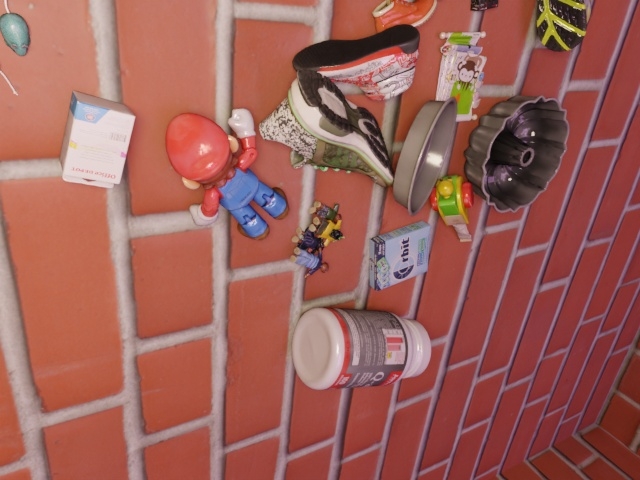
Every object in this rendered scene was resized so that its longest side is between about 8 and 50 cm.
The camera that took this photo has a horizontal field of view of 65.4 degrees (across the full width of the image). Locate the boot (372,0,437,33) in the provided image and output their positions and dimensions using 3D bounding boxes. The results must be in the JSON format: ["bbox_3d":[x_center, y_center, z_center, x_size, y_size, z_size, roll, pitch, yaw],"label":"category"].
[{"bbox_3d":[0.182,-0.497,1.075,0.158,0.059,0.085,-38,125,-8],"label":"boot"}]

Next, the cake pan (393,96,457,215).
[{"bbox_3d":[0.249,-0.203,1.198,0.293,0.054,0.293,-53,156,-37],"label":"cake pan"}]

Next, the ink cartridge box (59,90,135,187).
[{"bbox_3d":[-0.390,-0.169,0.862,0.092,0.090,0.143,9,111,-36],"label":"ink cartridge box"}]

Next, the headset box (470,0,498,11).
[{"bbox_3d":[0.387,-0.589,1.171,0.062,0.032,0.083,-22,127,-22],"label":"headset box"}]

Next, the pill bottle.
[{"bbox_3d":[0.121,0.295,1.375,0.363,0.210,0.210,9,110,-36],"label":"pill bottle"}]

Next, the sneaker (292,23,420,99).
[{"bbox_3d":[0.080,-0.354,1.062,0.270,0.090,0.145,-17,148,-6],"label":"sneaker"}]

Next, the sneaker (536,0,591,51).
[{"bbox_3d":[0.582,-0.669,1.211,0.147,0.145,0.385,-51,136,-41],"label":"sneaker"}]

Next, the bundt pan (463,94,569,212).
[{"bbox_3d":[0.530,-0.248,1.394,0.331,0.124,0.331,-16,122,-26],"label":"bundt pan"}]

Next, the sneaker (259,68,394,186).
[{"bbox_3d":[0.022,-0.214,1.105,0.182,0.158,0.410,-23,150,29],"label":"sneaker"}]

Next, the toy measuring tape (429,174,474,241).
[{"bbox_3d":[0.384,-0.100,1.411,0.121,0.121,0.330,-50,147,1],"label":"toy measuring tape"}]

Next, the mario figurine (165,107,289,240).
[{"bbox_3d":[-0.196,-0.142,1.012,0.320,0.170,0.198,51,47,-50],"label":"mario figurine"}]

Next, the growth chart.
[{"bbox_3d":[0.355,-0.409,1.259,0.172,0.021,0.237,-19,125,-25],"label":"growth chart"}]

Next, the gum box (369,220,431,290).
[{"bbox_3d":[0.224,0.043,1.411,0.184,0.041,0.157,-19,124,-24],"label":"gum box"}]

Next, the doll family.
[{"bbox_3d":[0.000,0.000,1.226,0.111,0.076,0.193,25,105,-44],"label":"doll family"}]

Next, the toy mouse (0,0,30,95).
[{"bbox_3d":[-0.498,-0.320,0.746,0.161,0.031,0.143,32,96,-40],"label":"toy mouse"}]
